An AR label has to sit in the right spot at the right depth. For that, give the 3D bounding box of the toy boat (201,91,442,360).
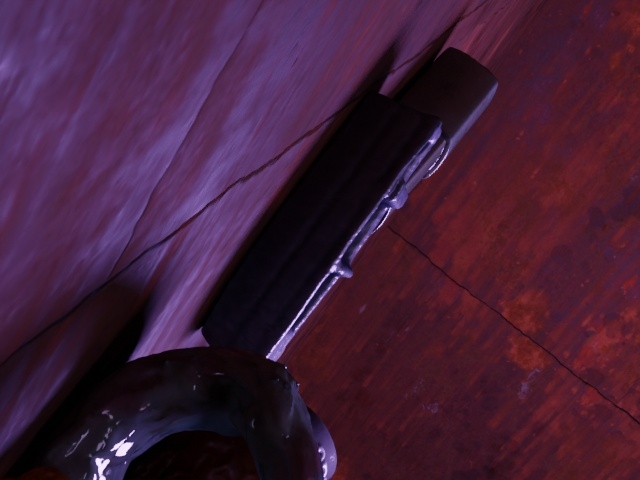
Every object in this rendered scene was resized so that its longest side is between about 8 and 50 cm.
[{"bbox_3d":[0.000,0.000,0.902,0.283,0.078,0.127,-53,176,0],"label":"toy boat"}]

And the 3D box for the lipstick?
[{"bbox_3d":[0.096,-0.104,1.083,0.253,0.077,0.079,-50,174,-42],"label":"lipstick"}]

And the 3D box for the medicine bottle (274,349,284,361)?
[{"bbox_3d":[-0.071,0.128,1.296,0.052,0.052,0.089,-55,175,24],"label":"medicine bottle"}]

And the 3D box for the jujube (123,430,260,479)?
[{"bbox_3d":[-0.121,0.243,1.075,0.236,0.168,0.168,-36,-176,29],"label":"jujube"}]

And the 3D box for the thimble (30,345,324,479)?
[{"bbox_3d":[-0.079,0.162,0.659,0.211,0.185,0.149,-61,178,-12],"label":"thimble"}]

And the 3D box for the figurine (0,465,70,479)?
[{"bbox_3d":[-0.172,0.152,0.526,0.109,0.047,0.064,-32,180,-6],"label":"figurine"}]

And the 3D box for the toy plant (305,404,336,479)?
[{"bbox_3d":[-0.157,0.367,1.473,0.400,0.185,0.279,-29,166,-39],"label":"toy plant"}]
